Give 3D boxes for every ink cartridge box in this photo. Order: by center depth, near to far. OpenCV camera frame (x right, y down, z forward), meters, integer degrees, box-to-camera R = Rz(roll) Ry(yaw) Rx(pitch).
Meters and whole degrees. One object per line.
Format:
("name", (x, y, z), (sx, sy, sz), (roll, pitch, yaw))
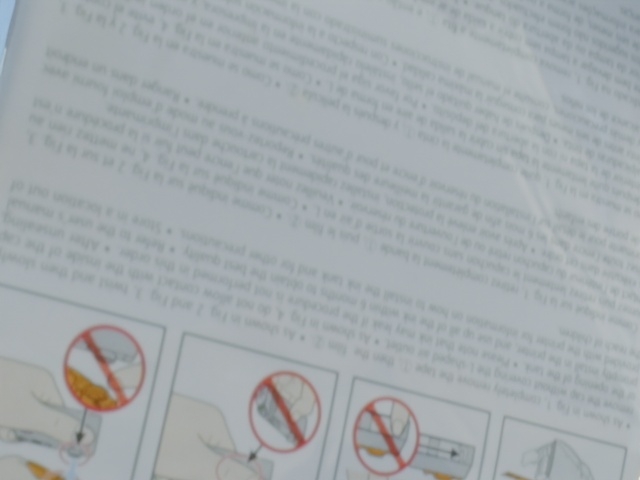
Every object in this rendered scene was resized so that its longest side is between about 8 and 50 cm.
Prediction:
("ink cartridge box", (0.000, 0.000, 0.570), (0.308, 0.385, 0.091), (17, -11, -27))
